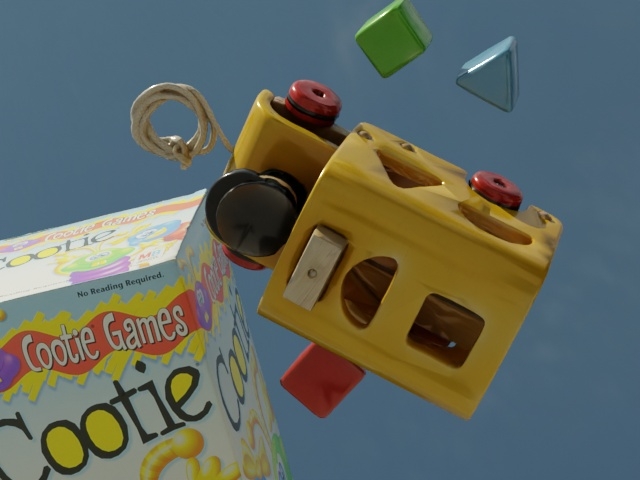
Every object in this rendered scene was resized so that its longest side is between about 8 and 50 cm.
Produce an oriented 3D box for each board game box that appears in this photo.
[{"bbox_3d":[-0.102,0.132,1.080,0.144,0.142,0.275,-14,-75,8],"label":"board game box"}]

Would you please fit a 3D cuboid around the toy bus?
[{"bbox_3d":[0.013,0.001,0.883,0.202,0.104,0.191,-17,-76,19],"label":"toy bus"}]
